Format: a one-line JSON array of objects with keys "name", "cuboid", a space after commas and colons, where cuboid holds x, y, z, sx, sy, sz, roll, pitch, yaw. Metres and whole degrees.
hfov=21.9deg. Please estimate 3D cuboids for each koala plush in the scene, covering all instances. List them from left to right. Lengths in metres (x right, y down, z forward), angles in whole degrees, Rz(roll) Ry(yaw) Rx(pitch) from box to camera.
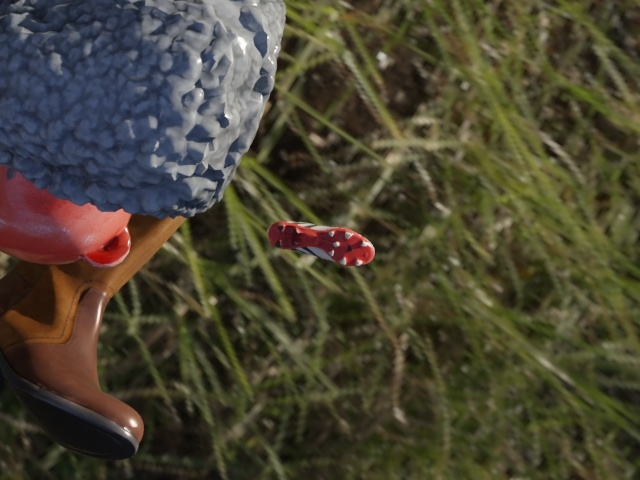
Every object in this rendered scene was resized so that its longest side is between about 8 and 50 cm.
[{"name": "koala plush", "cuboid": [-0.112, -0.122, 0.487, 0.221, 0.203, 0.196, 19, 84, -9]}]

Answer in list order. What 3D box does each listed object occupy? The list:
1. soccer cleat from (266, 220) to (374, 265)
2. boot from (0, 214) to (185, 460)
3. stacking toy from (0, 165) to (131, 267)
[{"name": "soccer cleat", "cuboid": [0.000, 0.000, 1.259, 0.083, 0.035, 0.029, 10, 100, -6]}, {"name": "boot", "cuboid": [-0.205, 0.061, 1.618, 0.280, 0.264, 0.096, -50, 138, -24]}, {"name": "stacking toy", "cuboid": [-0.240, -0.084, 0.808, 0.279, 0.309, 0.130, 76, 18, -69]}]
